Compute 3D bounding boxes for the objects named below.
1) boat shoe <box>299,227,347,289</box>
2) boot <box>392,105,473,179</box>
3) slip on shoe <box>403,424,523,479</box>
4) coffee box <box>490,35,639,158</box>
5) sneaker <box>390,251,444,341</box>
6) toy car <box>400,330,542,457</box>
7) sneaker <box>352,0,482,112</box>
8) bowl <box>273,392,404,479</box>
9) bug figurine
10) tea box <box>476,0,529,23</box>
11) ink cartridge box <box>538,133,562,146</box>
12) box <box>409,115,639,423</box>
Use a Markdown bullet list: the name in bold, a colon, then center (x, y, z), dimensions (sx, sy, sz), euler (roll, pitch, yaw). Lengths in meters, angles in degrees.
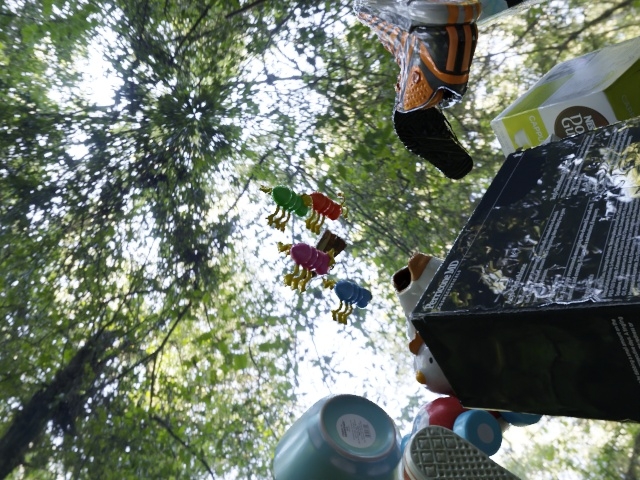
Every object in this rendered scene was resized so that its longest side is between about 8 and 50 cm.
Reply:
- **boat shoe**: center (-0.001, 0.051, 1.014), dimensions (0.060, 0.064, 0.178), euler (26, -48, -5)
- **boot**: center (0.223, -0.260, 1.067), dimensions (0.246, 0.207, 0.094), euler (34, -64, -32)
- **slip on shoe**: center (0.238, 0.366, 0.587), dimensions (0.123, 0.331, 0.101), euler (-34, -34, -36)
- **coffee box**: center (0.729, -0.280, 1.257), dimensions (0.338, 0.334, 0.337), euler (-39, -73, -20)
- **sneaker**: center (0.205, 0.116, 1.015), dimensions (0.123, 0.290, 0.106), euler (29, -124, 17)
- **toy car**: center (0.225, 0.265, 0.890), dimensions (0.210, 0.219, 0.238), euler (-18, -112, -30)
- **sneaker**: center (0.141, -0.317, 0.823), dimensions (0.125, 0.321, 0.180), euler (-12, -57, -14)
- **bowl**: center (0.063, 0.467, 1.090), dimensions (0.312, 0.311, 0.163), euler (8, -62, -16)
- **bug figurine**: center (0.000, 0.000, 0.843), dimensions (0.072, 0.279, 0.216), euler (-33, -33, 26)
- **tea box**: center (0.449, -0.690, 1.263), dimensions (0.329, 0.324, 0.220), euler (-37, -70, -50)
- **ink cartridge box**: center (0.460, -0.133, 0.982), dimensions (0.099, 0.056, 0.135), euler (31, -40, -3)
- **box**: center (0.214, 0.005, 0.379), dimensions (0.261, 0.184, 0.103), euler (-47, -65, -39)
